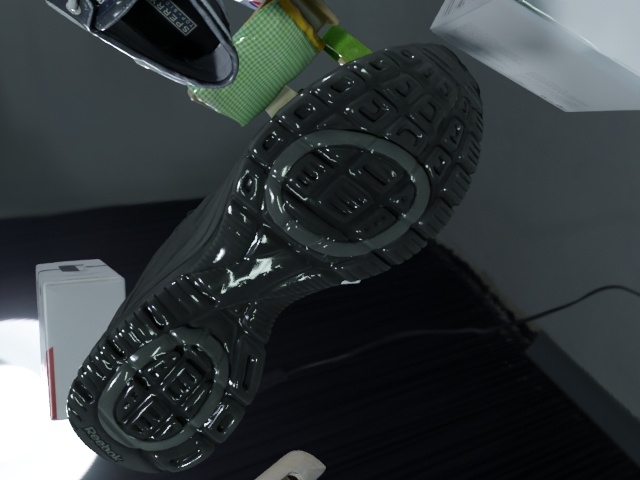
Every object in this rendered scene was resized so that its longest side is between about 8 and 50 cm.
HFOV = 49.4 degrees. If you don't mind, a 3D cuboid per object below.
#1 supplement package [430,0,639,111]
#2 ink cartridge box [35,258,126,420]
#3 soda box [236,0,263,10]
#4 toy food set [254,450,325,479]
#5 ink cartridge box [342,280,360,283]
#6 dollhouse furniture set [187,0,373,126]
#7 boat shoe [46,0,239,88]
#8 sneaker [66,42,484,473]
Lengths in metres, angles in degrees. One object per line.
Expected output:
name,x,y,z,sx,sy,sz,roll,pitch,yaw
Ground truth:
supplement package,0.268,-0.261,0.689,0.198,0.199,0.262,-61,9,7
ink cartridge box,-0.377,0.141,1.088,0.273,0.114,0.196,-171,78,-66
soda box,-0.056,-0.504,1.082,0.091,0.098,0.286,20,95,48
toy food set,-0.142,0.482,1.140,0.306,0.220,0.092,-45,77,20
ink cartridge box,0.000,0.000,1.286,0.224,0.223,0.045,111,148,-43
dollhouse furniture set,-0.009,-0.200,0.951,0.151,0.301,0.197,44,101,15
boat shoe,-0.173,-0.212,0.540,0.108,0.301,0.102,-36,55,14
sneaker,-0.033,-0.006,0.401,0.109,0.286,0.130,46,-176,-21
